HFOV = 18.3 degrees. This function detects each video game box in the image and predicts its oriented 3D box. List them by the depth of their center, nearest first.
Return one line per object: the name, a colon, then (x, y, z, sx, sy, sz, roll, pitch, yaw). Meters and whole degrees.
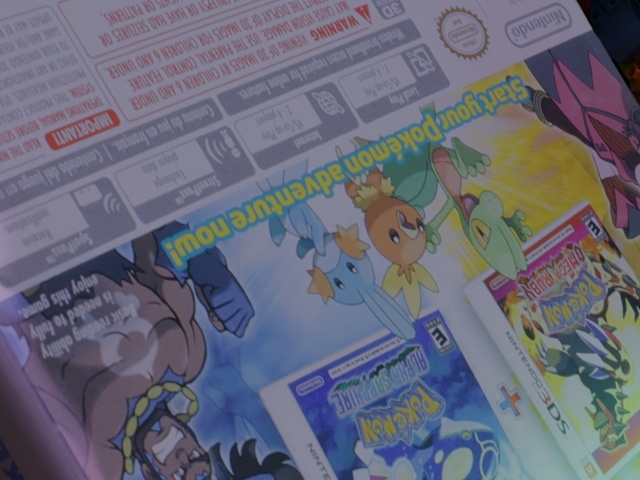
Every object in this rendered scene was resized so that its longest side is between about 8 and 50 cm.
video game box: (0.000, 0.000, 0.407, 0.205, 0.048, 0.187, -27, 82, -48)

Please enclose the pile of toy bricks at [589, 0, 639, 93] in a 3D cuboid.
pile of toy bricks: (0.095, -0.085, 0.499, 0.105, 0.118, 0.212, 12, 56, -29)
